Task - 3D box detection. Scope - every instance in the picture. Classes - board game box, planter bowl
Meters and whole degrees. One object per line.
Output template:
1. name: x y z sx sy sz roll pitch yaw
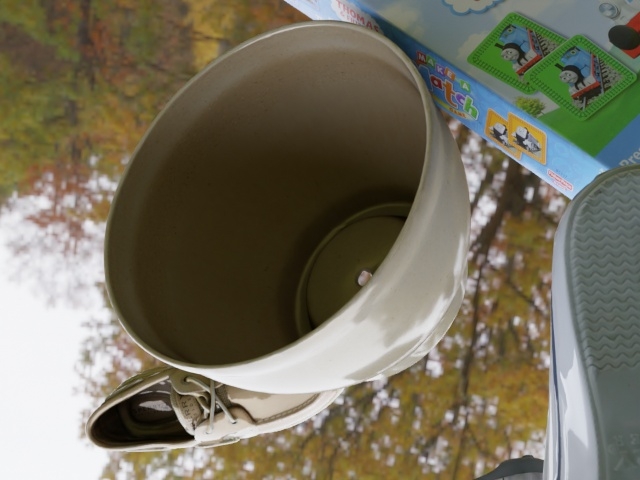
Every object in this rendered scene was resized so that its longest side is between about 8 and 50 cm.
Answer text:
1. board game box: 0.102 -0.118 0.482 0.160 0.039 0.211 -42 -118 -18
2. planter bowl: 0.000 0.000 0.485 0.162 0.162 0.109 24 169 41

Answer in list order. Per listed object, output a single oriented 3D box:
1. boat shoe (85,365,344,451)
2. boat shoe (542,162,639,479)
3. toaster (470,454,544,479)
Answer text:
1. boat shoe: -0.124 0.189 1.267 0.341 0.122 0.110 -21 -177 30
2. boat shoe: 0.109 0.092 0.333 0.083 0.226 0.076 2 165 10
3. toaster: 0.165 0.263 0.802 0.129 0.146 0.227 -25 143 25
